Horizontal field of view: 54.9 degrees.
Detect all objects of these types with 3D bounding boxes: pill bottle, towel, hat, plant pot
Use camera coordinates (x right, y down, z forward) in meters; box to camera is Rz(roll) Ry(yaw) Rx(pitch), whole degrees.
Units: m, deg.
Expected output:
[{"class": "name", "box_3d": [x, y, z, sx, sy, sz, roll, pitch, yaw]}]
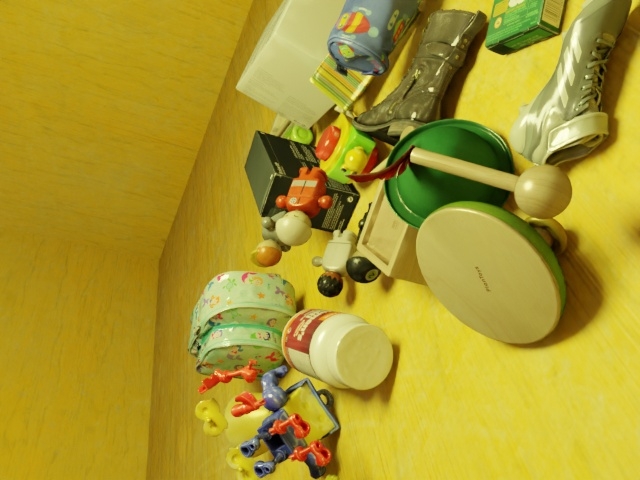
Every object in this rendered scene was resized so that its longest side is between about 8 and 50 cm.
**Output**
[{"class": "pill bottle", "box_3d": [0.024, 0.180, 1.031, 0.221, 0.121, 0.121, 173, 109, -67]}, {"class": "towel", "box_3d": [0.083, -0.375, 1.201, 0.237, 0.102, 0.021, -51, 5, 23]}, {"class": "hat", "box_3d": [0.145, -0.117, 0.748, 0.183, 0.173, 0.208, 61, -146, -58]}, {"class": "plant pot", "box_3d": [-0.118, 0.374, 1.280, 0.095, 0.134, 0.134, -25, 50, 32]}]

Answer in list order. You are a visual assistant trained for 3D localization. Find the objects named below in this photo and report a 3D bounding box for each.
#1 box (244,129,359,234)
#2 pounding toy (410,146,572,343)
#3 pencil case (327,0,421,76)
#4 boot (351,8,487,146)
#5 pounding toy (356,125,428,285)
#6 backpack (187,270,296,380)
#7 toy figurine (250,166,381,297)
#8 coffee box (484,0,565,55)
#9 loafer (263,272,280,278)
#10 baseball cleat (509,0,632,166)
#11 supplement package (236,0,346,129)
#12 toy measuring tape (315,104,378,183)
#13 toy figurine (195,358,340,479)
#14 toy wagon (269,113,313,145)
[{"class": "box", "box_3d": [-0.049, -0.129, 1.316, 0.103, 0.184, 0.261, -66, 23, 22]}, {"class": "pounding toy", "box_3d": [0.209, -0.006, 0.695, 0.183, 0.110, 0.237, 23, 139, 39]}, {"class": "pencil case", "box_3d": [0.125, -0.431, 1.086, 0.119, 0.133, 0.306, 21, 81, 43]}, {"class": "boot", "box_3d": [0.165, -0.273, 1.040, 0.263, 0.091, 0.229, 28, 98, 64]}, {"class": "pounding toy", "box_3d": [0.139, -0.061, 0.934, 0.206, 0.094, 0.181, -71, 23, 11]}, {"class": "backpack", "box_3d": [-0.166, 0.186, 1.352, 0.191, 0.225, 0.253, -100, 30, -43]}, {"class": "toy figurine", "box_3d": [0.000, 0.000, 1.078, 0.209, 0.213, 0.148, -38, 29, 56]}, {"class": "coffee box", "box_3d": [0.286, -0.355, 0.829, 0.113, 0.040, 0.184, 1, 79, 67]}, {"class": "loafer", "box_3d": [-0.115, 0.121, 1.516, 0.045, 0.039, 0.125, -65, 24, 23]}, {"class": "baseball cleat", "box_3d": [0.296, -0.171, 0.681, 0.109, 0.072, 0.206, 55, 132, 42]}, {"class": "supplement package", "box_3d": [-0.029, -0.419, 1.380, 0.262, 0.199, 0.198, -26, 39, 62]}, {"class": "toy measuring tape", "box_3d": [0.043, -0.194, 1.244, 0.330, 0.121, 0.121, -103, 33, -64]}, {"class": "toy figurine", "box_3d": [-0.012, 0.325, 1.033, 0.191, 0.217, 0.362, -40, 83, 34]}, {"class": "toy wagon", "box_3d": [-0.088, -0.304, 1.676, 0.267, 0.068, 0.344, -39, 41, 56]}]
